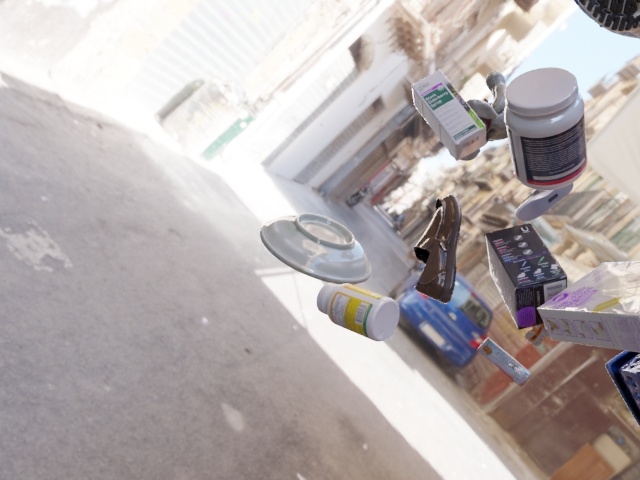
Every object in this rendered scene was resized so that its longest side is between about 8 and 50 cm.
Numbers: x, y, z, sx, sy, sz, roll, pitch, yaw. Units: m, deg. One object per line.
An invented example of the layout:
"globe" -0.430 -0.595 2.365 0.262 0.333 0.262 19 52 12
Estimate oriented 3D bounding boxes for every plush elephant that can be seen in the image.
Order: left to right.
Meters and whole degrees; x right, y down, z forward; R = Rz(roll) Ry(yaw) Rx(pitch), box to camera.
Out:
"plush elephant" 0.568 -0.438 2.231 0.256 0.271 0.330 3 44 -25

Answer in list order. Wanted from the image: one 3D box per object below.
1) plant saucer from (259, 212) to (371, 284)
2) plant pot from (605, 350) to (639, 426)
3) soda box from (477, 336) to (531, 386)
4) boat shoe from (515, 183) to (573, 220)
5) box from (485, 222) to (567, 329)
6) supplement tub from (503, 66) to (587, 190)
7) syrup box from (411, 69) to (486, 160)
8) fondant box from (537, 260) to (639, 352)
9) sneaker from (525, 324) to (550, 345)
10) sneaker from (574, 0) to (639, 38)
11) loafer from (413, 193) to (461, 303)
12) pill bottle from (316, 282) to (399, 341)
"plant saucer" 0.000 0.000 2.057 0.401 0.100 0.400 20 21 -8
"plant pot" 0.869 0.352 1.513 0.235 0.236 0.212 60 -8 -1
"soda box" 0.615 0.405 2.060 0.183 0.058 0.063 41 6 14
"boat shoe" 0.754 -0.150 2.110 0.080 0.229 0.076 55 -2 -32
"box" 0.583 0.097 1.750 0.270 0.144 0.165 -99 174 -56
"supplement tub" 0.576 -0.281 1.575 0.191 0.191 0.272 55 -6 48
"syrup box" 0.348 -0.343 1.678 0.236 0.093 0.096 61 1 26
"fondant box" 0.691 0.140 1.387 0.096 0.238 0.330 61 -16 -3
"sneaker" 0.790 0.293 2.143 0.084 0.083 0.215 48 -25 12
"sneaker" 0.716 -0.559 1.495 0.330 0.129 0.147 12 14 -28
"loafer" 0.354 0.010 1.882 0.133 0.130 0.365 87 12 -59
"pill bottle" 0.091 0.179 1.603 0.208 0.117 0.117 17 -16 42
